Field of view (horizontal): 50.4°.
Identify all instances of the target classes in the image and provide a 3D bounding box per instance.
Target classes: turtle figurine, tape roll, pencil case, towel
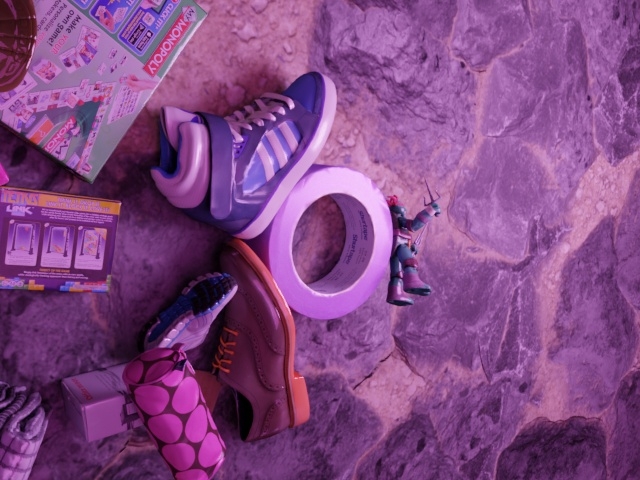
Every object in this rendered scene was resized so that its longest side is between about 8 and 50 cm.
[{"bbox_3d":[0.168,0.002,1.340,0.118,0.175,0.234,3,67,-2],"label":"turtle figurine"},{"bbox_3d":[0.000,0.000,1.232,0.275,0.090,0.274,-8,104,-35],"label":"tape roll"},{"bbox_3d":[-0.204,0.255,0.993,0.098,0.095,0.209,-46,130,-46],"label":"pencil case"},{"bbox_3d":[-0.439,0.311,0.858,0.121,0.284,0.234,21,82,-16],"label":"towel"}]

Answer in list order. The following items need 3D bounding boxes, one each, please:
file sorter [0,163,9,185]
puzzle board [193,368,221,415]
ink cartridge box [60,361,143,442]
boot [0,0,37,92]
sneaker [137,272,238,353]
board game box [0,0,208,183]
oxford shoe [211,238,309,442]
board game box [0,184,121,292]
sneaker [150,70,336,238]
[{"bbox_3d":[-0.512,-0.137,0.746,0.202,0.182,0.290,-28,115,-15],"label":"file sorter"},{"bbox_3d":[-0.226,0.283,1.167,0.096,0.011,0.128,19,88,-38],"label":"puzzle board"},{"bbox_3d":[-0.304,0.238,1.038,0.151,0.109,0.063,-11,107,-35],"label":"ink cartridge box"},{"bbox_3d":[-0.413,-0.279,0.827,0.077,0.165,0.213,-5,95,-42],"label":"boot"},{"bbox_3d":[-0.202,0.127,1.104,0.191,0.071,0.083,-38,137,8],"label":"sneaker"},{"bbox_3d":[-0.329,-0.271,0.965,0.213,0.046,0.317,39,75,-35],"label":"board game box"},{"bbox_3d":[-0.121,0.178,1.148,0.133,0.130,0.363,-22,107,-27],"label":"oxford shoe"},{"bbox_3d":[-0.384,0.001,0.975,0.170,0.048,0.140,7,92,-37],"label":"board game box"},{"bbox_3d":[-0.130,-0.178,1.076,0.236,0.130,0.322,33,84,-40],"label":"sneaker"}]
